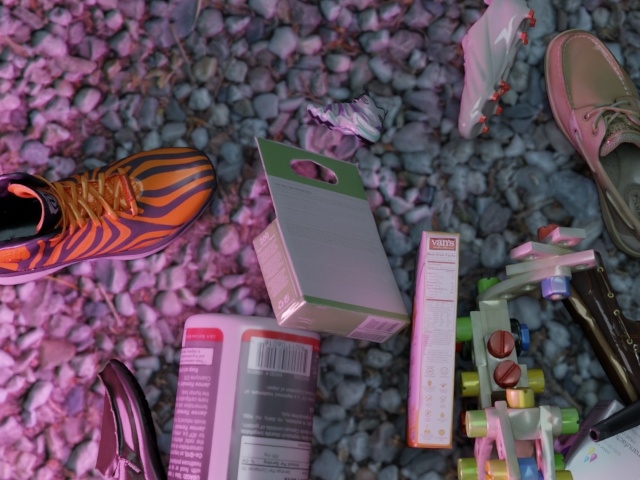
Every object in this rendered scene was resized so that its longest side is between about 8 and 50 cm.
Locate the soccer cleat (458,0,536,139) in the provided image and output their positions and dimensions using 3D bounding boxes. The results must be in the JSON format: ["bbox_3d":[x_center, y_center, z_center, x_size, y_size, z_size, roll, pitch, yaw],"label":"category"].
[{"bbox_3d":[0.204,-0.218,1.566,0.076,0.068,0.196,20,79,18],"label":"soccer cleat"}]

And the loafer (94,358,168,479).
[{"bbox_3d":[-0.230,0.249,1.470,0.078,0.080,0.220,-16,81,-4],"label":"loafer"}]

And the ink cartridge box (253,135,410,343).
[{"bbox_3d":[0.000,0.000,1.472,0.056,0.171,0.235,-43,51,33],"label":"ink cartridge box"}]

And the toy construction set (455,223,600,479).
[{"bbox_3d":[0.219,0.143,1.414,0.151,0.215,0.328,10,68,4],"label":"toy construction set"}]

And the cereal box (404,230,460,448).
[{"bbox_3d":[0.128,0.120,1.450,0.047,0.173,0.240,3,80,1],"label":"cereal box"}]

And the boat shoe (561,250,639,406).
[{"bbox_3d":[0.356,0.111,1.503,0.073,0.073,0.207,-27,82,-3],"label":"boat shoe"}]

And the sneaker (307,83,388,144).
[{"bbox_3d":[0.037,-0.168,1.567,0.098,0.038,0.069,24,79,-6],"label":"sneaker"}]

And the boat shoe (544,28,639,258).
[{"bbox_3d":[0.362,-0.127,1.530,0.109,0.098,0.302,-17,81,-3],"label":"boat shoe"}]

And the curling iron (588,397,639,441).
[{"bbox_3d":[0.392,0.172,1.448,0.274,0.035,0.068,-24,90,-37],"label":"curling iron"}]

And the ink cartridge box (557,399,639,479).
[{"bbox_3d":[0.330,0.314,1.460,0.154,0.093,0.212,40,85,5],"label":"ink cartridge box"}]

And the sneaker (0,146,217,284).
[{"bbox_3d":[-0.276,-0.034,1.467,0.321,0.180,0.125,-23,82,-4],"label":"sneaker"}]

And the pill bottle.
[{"bbox_3d":[-0.090,0.233,1.434,0.161,0.161,0.283,6,81,0],"label":"pill bottle"}]
